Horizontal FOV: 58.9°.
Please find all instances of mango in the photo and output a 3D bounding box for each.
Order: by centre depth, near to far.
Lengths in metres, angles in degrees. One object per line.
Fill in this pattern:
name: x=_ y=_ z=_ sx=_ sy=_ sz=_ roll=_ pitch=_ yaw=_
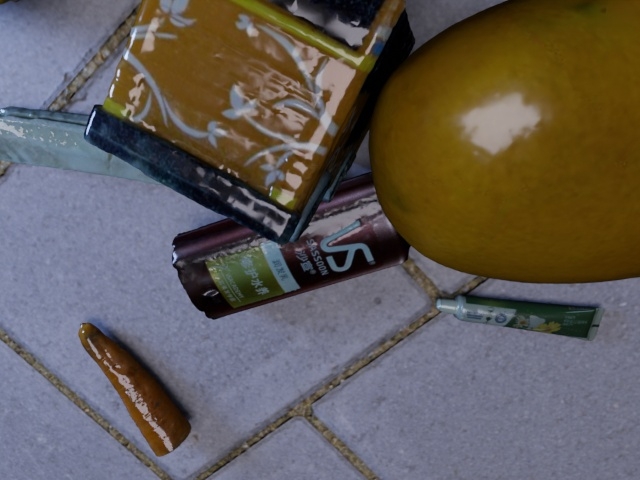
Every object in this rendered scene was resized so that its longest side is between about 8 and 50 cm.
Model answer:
mango: x=0.239 y=-0.085 z=0.470 sx=0.446 sy=0.232 sz=0.300 roll=-8 pitch=157 yaw=-26

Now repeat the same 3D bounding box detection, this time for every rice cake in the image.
rice cake: x=-0.207 y=-0.100 z=0.651 sx=0.337 sy=0.063 sz=0.066 roll=8 pitch=121 yaw=0

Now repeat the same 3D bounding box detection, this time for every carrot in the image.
carrot: x=-0.259 y=0.194 z=0.770 sx=0.061 sy=0.061 sz=0.209 roll=-29 pitch=102 yaw=14

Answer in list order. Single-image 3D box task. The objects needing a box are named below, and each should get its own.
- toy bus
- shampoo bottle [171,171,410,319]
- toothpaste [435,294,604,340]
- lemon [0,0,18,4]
toy bus: x=-0.024 y=-0.136 z=0.478 sx=0.162 sy=0.323 sz=0.194 roll=28 pitch=109 yaw=2
shampoo bottle: x=0.000 y=0.000 z=0.656 sx=0.323 sy=0.084 sz=0.129 roll=-16 pitch=125 yaw=9
toothpaste: x=0.245 y=0.093 z=0.702 sx=0.204 sy=0.031 sz=0.049 roll=7 pitch=112 yaw=0
lemon: x=-0.388 y=-0.303 z=0.522 sx=0.257 sy=0.188 sz=0.188 roll=39 pitch=109 yaw=-4
